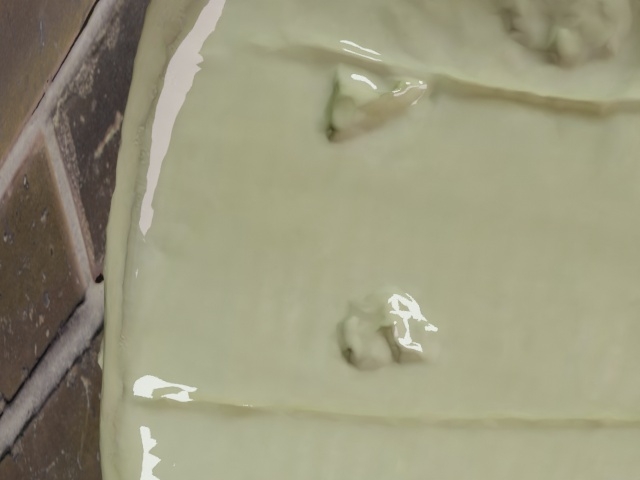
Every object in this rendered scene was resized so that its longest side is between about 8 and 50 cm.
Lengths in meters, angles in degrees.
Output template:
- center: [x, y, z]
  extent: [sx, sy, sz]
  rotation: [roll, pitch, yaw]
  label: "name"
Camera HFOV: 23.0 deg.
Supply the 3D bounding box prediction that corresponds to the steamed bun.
- center: [0.089, -0.002, 0.789]
  extent: [0.290, 0.371, 0.456]
  rotation: [-87, 9, -67]
  label: "steamed bun"
